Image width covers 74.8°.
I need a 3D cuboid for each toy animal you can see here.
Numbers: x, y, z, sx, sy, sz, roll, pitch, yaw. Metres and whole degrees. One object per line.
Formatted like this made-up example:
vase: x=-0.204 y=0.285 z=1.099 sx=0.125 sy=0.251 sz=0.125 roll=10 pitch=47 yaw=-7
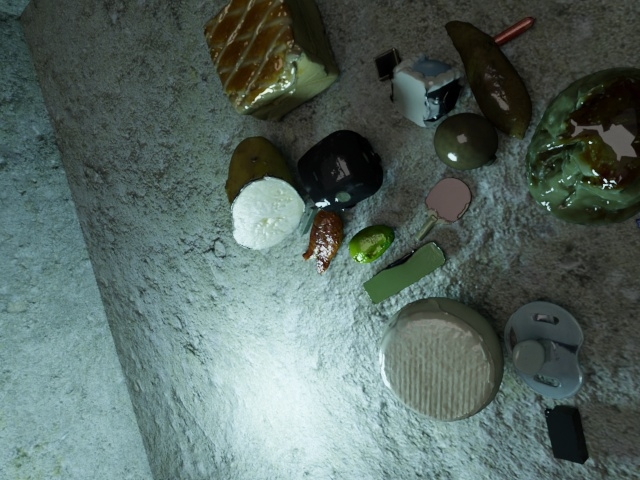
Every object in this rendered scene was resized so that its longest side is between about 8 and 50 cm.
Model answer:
toy animal: x=0.314 y=-0.463 z=1.252 sx=0.204 sy=0.208 sz=0.156 roll=40 pitch=81 yaw=23

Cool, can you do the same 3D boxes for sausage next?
sausage: x=0.539 y=-0.584 z=1.175 sx=0.129 sy=0.034 sz=0.034 roll=-24 pitch=84 yaw=32

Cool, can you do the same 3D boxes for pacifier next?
pacifier: x=0.598 y=0.313 z=1.172 sx=0.227 sy=0.207 sz=0.279 roll=2 pitch=98 yaw=50

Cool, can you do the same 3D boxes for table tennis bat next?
table tennis bat: x=0.386 y=-0.094 z=1.354 sx=0.131 sy=0.022 sz=0.234 roll=42 pitch=115 yaw=20

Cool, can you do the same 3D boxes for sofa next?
sofa: x=0.719 y=0.561 z=1.225 sx=0.085 sy=0.060 sz=0.147 roll=-14 pitch=89 yaw=50

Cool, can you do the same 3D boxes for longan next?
longan: x=0.427 y=-0.279 z=1.218 sx=0.204 sy=0.185 sz=0.159 roll=28 pitch=86 yaw=-17

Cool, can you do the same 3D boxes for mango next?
mango: x=0.178 y=0.009 z=1.452 sx=0.178 sy=0.100 sz=0.119 roll=-29 pitch=74 yaw=27

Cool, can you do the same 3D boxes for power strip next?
power strip: x=-0.049 y=-0.071 z=1.613 sx=0.019 sy=0.051 sz=0.136 roll=32 pitch=114 yaw=17

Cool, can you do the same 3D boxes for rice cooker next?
rice cooker: x=0.075 y=-0.233 z=1.399 sx=0.224 sy=0.267 sz=0.267 roll=-30 pitch=81 yaw=25

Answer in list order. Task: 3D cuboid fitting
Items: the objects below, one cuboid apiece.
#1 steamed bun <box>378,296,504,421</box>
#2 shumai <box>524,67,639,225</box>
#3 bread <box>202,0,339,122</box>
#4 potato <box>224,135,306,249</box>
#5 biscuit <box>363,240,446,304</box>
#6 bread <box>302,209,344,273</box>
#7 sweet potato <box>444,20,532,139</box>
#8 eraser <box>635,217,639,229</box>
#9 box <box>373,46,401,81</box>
steamed bun: x=0.370 y=0.352 z=1.296 sx=0.374 sy=0.241 sz=0.374 roll=4 pitch=98 yaw=27
shumai: x=0.660 y=-0.220 z=0.983 sx=0.324 sy=0.323 sz=0.398 roll=24 pitch=108 yaw=26
bread: x=-0.176 y=-0.659 z=1.478 sx=0.390 sy=0.279 sz=0.371 roll=-21 pitch=84 yaw=35
potato: x=-0.230 y=-0.204 z=1.641 sx=0.397 sy=0.289 sz=0.296 roll=89 pitch=165 yaw=-51
biscuit: x=0.283 y=0.111 z=1.438 sx=0.322 sy=0.038 sz=0.099 roll=-38 pitch=80 yaw=30
bread: x=0.007 y=0.002 z=1.565 sx=0.139 sy=0.095 sz=0.269 roll=40 pitch=120 yaw=30
sweet potato: x=0.470 y=-0.473 z=1.182 sx=0.130 sy=0.130 sz=0.423 roll=-34 pitch=78 yaw=31
eraser: x=0.857 y=-0.039 z=1.057 sx=0.084 sy=0.027 sz=0.063 roll=-23 pitch=86 yaw=33
box: x=0.224 y=-0.576 z=1.374 sx=0.083 sy=0.035 sz=0.079 roll=-16 pitch=88 yaw=34
